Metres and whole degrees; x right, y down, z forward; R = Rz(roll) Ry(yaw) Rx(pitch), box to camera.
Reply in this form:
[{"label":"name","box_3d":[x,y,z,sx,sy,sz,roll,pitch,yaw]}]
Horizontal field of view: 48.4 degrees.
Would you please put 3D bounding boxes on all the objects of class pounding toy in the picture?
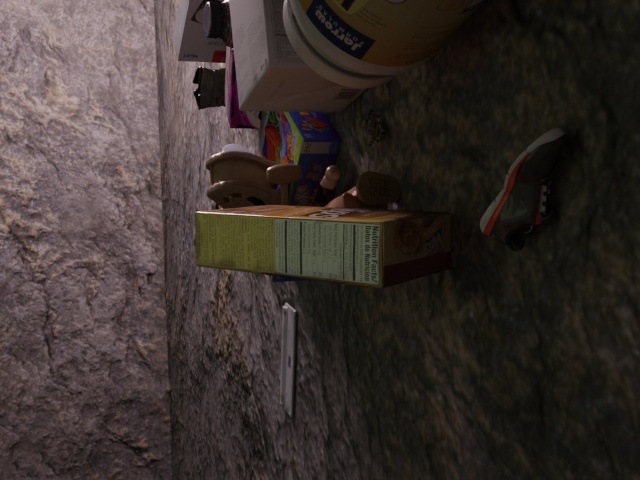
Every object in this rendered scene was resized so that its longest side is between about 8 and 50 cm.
[{"label":"pounding toy","box_3d":[-0.143,-0.064,1.339,0.269,0.154,0.154,125,144,-57]}]

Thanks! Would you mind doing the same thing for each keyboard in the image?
[{"label":"keyboard","box_3d":[-0.072,0.274,1.626,0.072,0.014,0.255,24,114,61]}]

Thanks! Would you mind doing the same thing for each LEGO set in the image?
[{"label":"LEGO set","box_3d":[0.093,-0.183,1.152,0.054,0.024,0.083,117,157,-48]}]

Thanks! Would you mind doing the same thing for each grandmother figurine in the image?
[{"label":"grandmother figurine","box_3d":[0.023,-0.026,1.237,0.342,0.104,0.207,152,123,-63]}]

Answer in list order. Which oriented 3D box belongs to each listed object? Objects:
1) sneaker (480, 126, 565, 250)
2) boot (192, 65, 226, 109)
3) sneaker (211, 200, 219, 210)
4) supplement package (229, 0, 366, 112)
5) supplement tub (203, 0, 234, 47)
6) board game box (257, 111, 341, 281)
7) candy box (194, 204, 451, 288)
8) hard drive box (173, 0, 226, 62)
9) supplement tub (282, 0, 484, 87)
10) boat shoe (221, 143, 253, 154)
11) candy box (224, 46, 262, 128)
[{"label":"sneaker","box_3d":[0.235,-0.052,0.777,0.065,0.061,0.157,44,139,23]},{"label":"boot","box_3d":[-0.219,-0.405,1.719,0.246,0.161,0.083,113,148,-47]},{"label":"sneaker","box_3d":[-0.193,-0.118,1.633,0.081,0.211,0.080,27,124,14]},{"label":"supplement package","box_3d":[-0.032,-0.373,1.200,0.199,0.198,0.262,154,112,-67]},{"label":"supplement tub","box_3d":[-0.136,-0.443,1.456,0.106,0.198,0.105,177,90,-69]},{"label":"board game box","box_3d":[-0.066,-0.120,1.476,0.233,0.078,0.347,-117,32,-46]},{"label":"candy box","box_3d":[0.000,0.000,0.994,0.317,0.183,0.087,4,98,36]},{"label":"hard drive box","box_3d":[-0.260,-0.559,1.786,0.232,0.181,0.089,120,141,-55]},{"label":"supplement tub","box_3d":[0.092,-0.340,0.849,0.316,0.229,0.228,140,124,-64]},{"label":"boat shoe","box_3d":[-0.200,-0.137,1.791,0.084,0.095,0.258,115,147,-42]},{"label":"candy box","box_3d":[-0.169,-0.349,1.565,0.233,0.071,0.159,-114,27,-64]}]
